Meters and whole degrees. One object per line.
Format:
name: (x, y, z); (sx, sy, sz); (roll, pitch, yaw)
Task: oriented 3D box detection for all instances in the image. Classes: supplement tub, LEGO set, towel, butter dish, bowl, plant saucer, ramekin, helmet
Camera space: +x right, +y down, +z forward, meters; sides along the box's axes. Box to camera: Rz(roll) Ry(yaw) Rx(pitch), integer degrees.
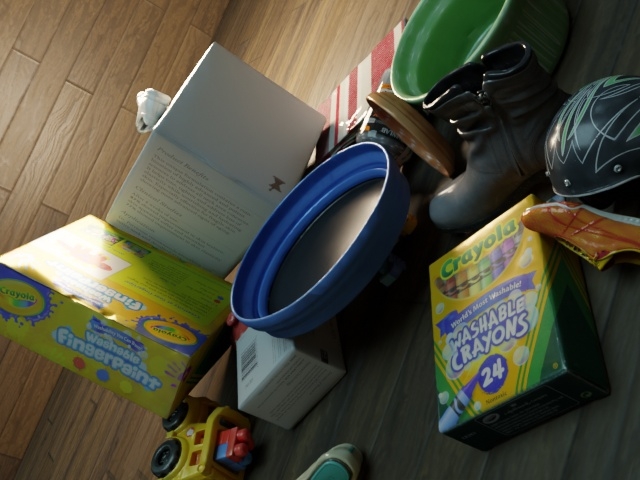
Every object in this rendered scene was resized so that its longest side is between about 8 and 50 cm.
supplement tub: (0.142, -0.226, 1.467); (0.117, 0.117, 0.191); (5, 70, 63)
LEGO set: (0.119, -0.009, 1.343); (0.093, 0.087, 0.227); (-45, 24, 27)
towel: (0.098, -0.333, 1.751); (0.329, 0.037, 0.237); (-41, 32, 37)
butter dish: (-0.143, 0.184, 1.607); (0.160, 0.118, 0.160); (-64, 26, -2)
bowl: (0.000, 0.000, 1.334); (0.391, 0.077, 0.391); (-40, 25, 23)
plant saucer: (0.161, -0.189, 1.306); (0.037, 0.200, 0.200); (-46, 27, 4)
ramekin: (0.270, -0.333, 1.289); (0.303, 0.148, 0.304); (-44, 31, 35)
helmet: (0.351, -0.112, 0.904); (0.169, 0.161, 0.170); (-44, 31, 35)

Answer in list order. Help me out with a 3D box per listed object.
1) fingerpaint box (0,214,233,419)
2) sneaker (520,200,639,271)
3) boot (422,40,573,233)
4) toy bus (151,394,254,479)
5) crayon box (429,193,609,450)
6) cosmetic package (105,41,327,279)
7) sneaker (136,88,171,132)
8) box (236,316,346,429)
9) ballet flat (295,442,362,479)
fingerpaint box: (-0.425, 0.146, 1.645); (0.371, 0.444, 0.163); (-50, -16, -69)
sneaker: (0.319, -0.003, 0.901); (0.175, 0.064, 0.068); (16, 78, 33)
boot: (0.226, -0.146, 1.096); (0.338, 0.222, 0.118); (-34, 32, 45)
toy bus: (-0.209, 0.401, 1.513); (0.211, 0.149, 0.220); (-29, 37, 30)
crayon box: (0.244, 0.086, 1.008); (0.203, 0.083, 0.323); (-41, 33, 39)
cosmetic package: (-0.249, -0.168, 1.804); (0.393, 0.329, 0.328); (-43, 20, 49)
sneaker: (-0.402, -0.293, 1.775); (0.212, 0.080, 0.094); (-172, 102, -75)
box: (-0.060, 0.216, 1.416); (0.182, 0.119, 0.181); (-50, 28, 24)
ballet flat: (-0.017, 0.409, 1.215); (0.248, 0.086, 0.086); (-49, 28, 24)
